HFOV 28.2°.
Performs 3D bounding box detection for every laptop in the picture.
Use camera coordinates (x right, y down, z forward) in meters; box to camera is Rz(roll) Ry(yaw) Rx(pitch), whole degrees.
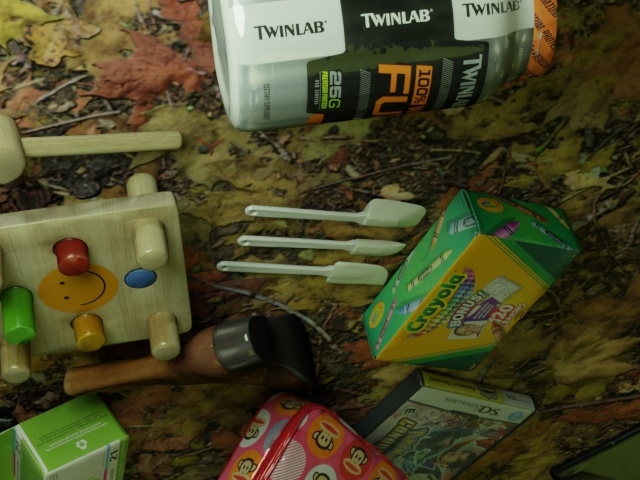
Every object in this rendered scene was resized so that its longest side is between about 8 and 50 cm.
[{"bbox_3d":[0.685,0.415,2.350,0.382,0.236,0.408,-32,110,21],"label":"laptop"}]

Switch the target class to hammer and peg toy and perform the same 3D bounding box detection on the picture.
[{"bbox_3d":[-0.278,0.014,1.467,0.266,0.127,0.361,-8,141,-8],"label":"hammer and peg toy"}]

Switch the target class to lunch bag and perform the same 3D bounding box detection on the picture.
[{"bbox_3d":[-0.021,0.395,1.892,0.293,0.120,0.258,44,70,-34],"label":"lunch bag"}]

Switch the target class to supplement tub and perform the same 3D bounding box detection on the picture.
[{"bbox_3d":[0.056,-0.216,1.238,0.316,0.193,0.193,-8,141,-8],"label":"supplement tub"}]

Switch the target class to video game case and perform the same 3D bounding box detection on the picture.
[{"bbox_3d":[0.172,0.314,2.050,0.248,0.035,0.275,16,132,-33],"label":"video game case"}]

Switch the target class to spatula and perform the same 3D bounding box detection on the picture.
[{"bbox_3d":[0.000,0.000,1.630,0.242,0.019,0.168,5,143,-21],"label":"spatula"}]

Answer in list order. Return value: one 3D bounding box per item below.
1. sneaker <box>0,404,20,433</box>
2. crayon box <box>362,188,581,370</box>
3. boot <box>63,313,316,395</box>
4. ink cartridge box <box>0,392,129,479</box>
[{"bbox_3d":[-0.453,0.296,1.819,0.089,0.051,0.170,-13,139,3],"label":"sneaker"},{"bbox_3d":[0.196,0.060,1.708,0.165,0.081,0.278,10,136,-27],"label":"crayon box"},{"bbox_3d":[-0.165,0.181,1.728,0.280,0.096,0.264,-17,171,20],"label":"boot"},{"bbox_3d":[-0.407,0.342,1.779,0.255,0.097,0.189,-24,149,-31],"label":"ink cartridge box"}]
